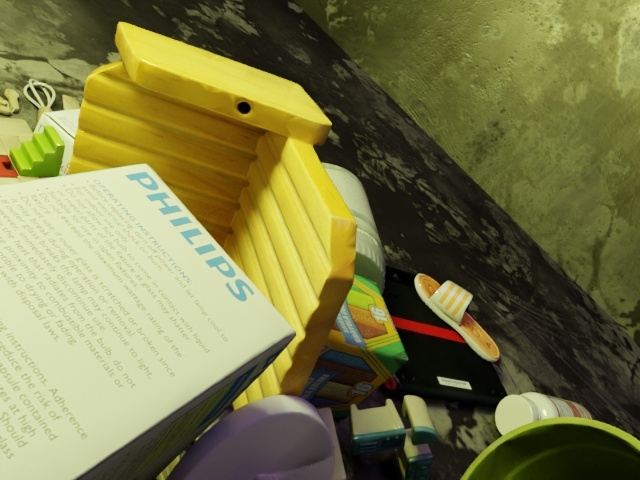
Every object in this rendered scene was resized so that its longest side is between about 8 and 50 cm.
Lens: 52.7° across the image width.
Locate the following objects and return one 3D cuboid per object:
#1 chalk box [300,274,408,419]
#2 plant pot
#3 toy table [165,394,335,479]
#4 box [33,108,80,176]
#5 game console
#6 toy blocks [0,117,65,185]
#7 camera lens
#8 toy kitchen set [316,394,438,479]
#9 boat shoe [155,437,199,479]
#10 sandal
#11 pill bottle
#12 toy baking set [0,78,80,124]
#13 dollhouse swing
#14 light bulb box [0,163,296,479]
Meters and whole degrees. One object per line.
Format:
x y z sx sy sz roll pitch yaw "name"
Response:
-0.045 0.141 1.011 0.289 0.179 0.180 21 32 -34 "chalk box"
0.427 0.506 0.956 0.353 0.366 0.366 40 24 -31 "plant pot"
-0.057 0.304 0.610 0.252 0.274 0.161 6 23 -26 "toy table"
-0.303 -0.099 1.067 0.262 0.126 0.231 41 28 8 "box"
0.220 0.204 1.409 0.387 0.060 0.342 17 39 -38 "game console"
-0.446 -0.035 0.758 0.261 0.190 0.381 -5 42 -43 "toy blocks"
0.000 0.000 1.229 0.219 0.219 0.274 26 31 -27 "camera lens"
0.076 0.347 0.997 0.207 0.166 0.122 -6 41 -7 "toy kitchen set"
-0.144 0.292 0.747 0.068 0.072 0.190 -13 72 -58 "boat shoe"
0.327 0.157 1.462 0.265 0.076 0.102 44 29 0 "sandal"
0.476 0.391 1.379 0.216 0.121 0.121 20 34 -35 "pill bottle"
-0.491 -0.217 1.123 0.197 0.030 0.256 48 28 14 "toy baking set"
-0.157 0.004 0.718 0.315 0.346 0.305 17 29 -11 "dollhouse swing"
-0.271 0.151 0.512 0.225 0.358 0.361 48 27 9 "light bulb box"
